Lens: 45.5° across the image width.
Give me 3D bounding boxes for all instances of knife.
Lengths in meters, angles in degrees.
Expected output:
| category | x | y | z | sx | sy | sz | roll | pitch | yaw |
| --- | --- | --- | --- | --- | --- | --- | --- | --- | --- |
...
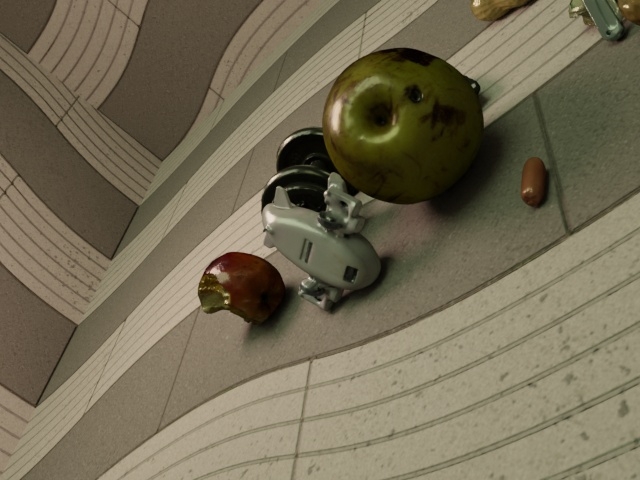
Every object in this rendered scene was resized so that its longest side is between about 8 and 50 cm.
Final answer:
| category | x | y | z | sx | sy | sz | roll | pitch | yaw |
| --- | --- | --- | --- | --- | --- | --- | --- | --- | --- |
| knife | 0.431 | -0.384 | 1.194 | 0.044 | 0.023 | 0.162 | -36 | 69 | 45 |

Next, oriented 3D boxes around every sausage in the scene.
| category | x | y | z | sx | sy | sz | roll | pitch | yaw |
| --- | --- | --- | --- | --- | --- | --- | --- | --- | --- |
| sausage | 0.302 | -0.084 | 1.083 | 0.034 | 0.034 | 0.083 | -31 | 29 | 40 |

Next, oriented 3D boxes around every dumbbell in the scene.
| category | x | y | z | sx | sy | sz | roll | pitch | yaw |
| --- | --- | --- | --- | --- | --- | --- | --- | --- | --- |
| dumbbell | -0.014 | -0.108 | 1.538 | 0.192 | 0.192 | 0.290 | -36 | 26 | 33 |

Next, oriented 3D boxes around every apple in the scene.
| category | x | y | z | sx | sy | sz | roll | pitch | yaw |
| --- | --- | --- | --- | --- | --- | --- | --- | --- | --- |
| apple | -0.151 | 0.095 | 1.543 | 0.158 | 0.156 | 0.147 | 5 | 52 | 31 |

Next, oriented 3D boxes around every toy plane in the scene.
| category | x | y | z | sx | sy | sz | roll | pitch | yaw |
| --- | --- | --- | --- | --- | --- | --- | --- | --- | --- |
| toy plane | -0.002 | 0.001 | 1.331 | 0.252 | 0.252 | 0.118 | -31 | -4 | 41 |

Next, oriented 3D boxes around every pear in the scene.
| category | x | y | z | sx | sy | sz | roll | pitch | yaw |
| --- | --- | --- | --- | --- | --- | --- | --- | --- | --- |
| pear | 0.130 | -0.193 | 1.269 | 0.283 | 0.283 | 0.283 | -42 | 23 | 22 |

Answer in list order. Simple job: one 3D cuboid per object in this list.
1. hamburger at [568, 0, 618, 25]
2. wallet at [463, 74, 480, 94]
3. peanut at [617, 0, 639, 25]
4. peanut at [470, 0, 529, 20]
| category | x | y | z | sx | sy | sz | roll | pitch | yaw |
| --- | --- | --- | --- | --- | --- | --- | --- | --- | --- |
| hamburger | 0.473 | -0.417 | 1.253 | 0.133 | 0.062 | 0.140 | -14 | 43 | 59 |
| wallet | 0.205 | -0.215 | 1.481 | 0.245 | 0.052 | 0.168 | -52 | 20 | 9 |
| peanut | 0.507 | -0.351 | 1.033 | 0.229 | 0.098 | 0.103 | 7 | 92 | 62 |
| peanut | 0.388 | -0.509 | 1.559 | 0.187 | 0.082 | 0.082 | -16 | 40 | 55 |
